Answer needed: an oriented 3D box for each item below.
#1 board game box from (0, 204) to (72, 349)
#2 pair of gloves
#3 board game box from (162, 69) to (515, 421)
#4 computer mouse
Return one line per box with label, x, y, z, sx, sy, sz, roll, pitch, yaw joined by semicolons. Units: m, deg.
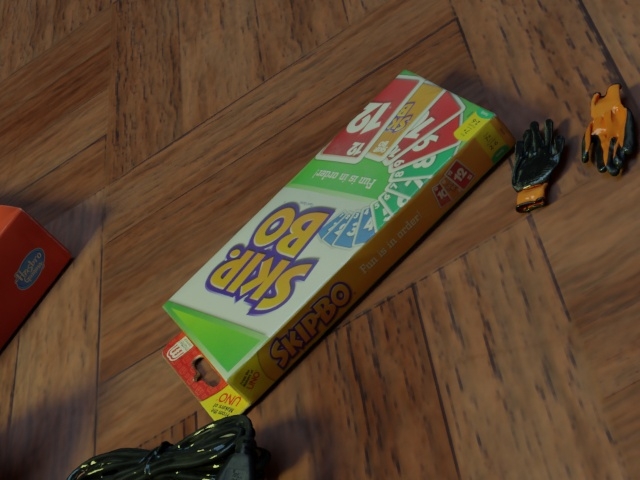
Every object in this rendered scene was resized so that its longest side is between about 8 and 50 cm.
board game box;-0.374;0.103;1.183;0.242;0.064;0.317;8;57;50
pair of gloves;0.152;-0.055;0.868;0.083;0.010;0.074;-25;37;29
board game box;0.000;0.000;0.944;0.259;0.039;0.124;-47;32;-3
computer mouse;-0.113;0.208;0.796;0.184;0.060;0.262;-23;25;34
